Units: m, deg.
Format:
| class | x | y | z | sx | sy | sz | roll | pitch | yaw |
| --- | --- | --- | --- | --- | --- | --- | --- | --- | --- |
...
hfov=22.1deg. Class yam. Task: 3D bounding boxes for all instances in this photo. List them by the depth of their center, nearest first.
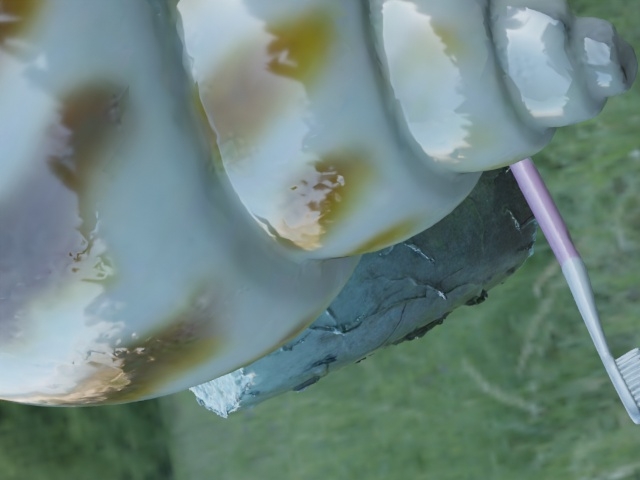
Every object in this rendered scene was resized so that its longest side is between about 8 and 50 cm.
| class | x | y | z | sx | sy | sz | roll | pitch | yaw |
| --- | --- | --- | --- | --- | --- | --- | --- | --- | --- |
| yam | 0.000 | 0.000 | 1.416 | 0.241 | 0.348 | 0.241 | 30 | 129 | 46 |

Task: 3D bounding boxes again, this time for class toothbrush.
| class | x | y | z | sx | sy | sz | roll | pitch | yaw |
| --- | --- | --- | --- | --- | --- | --- | --- | --- | --- |
| toothbrush | 0.149 | 0.000 | 1.009 | 0.020 | 0.025 | 0.286 | 45 | -162 | -43 |

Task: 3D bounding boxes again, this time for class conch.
| class | x | y | z | sx | sy | sz | roll | pitch | yaw |
| --- | --- | --- | --- | --- | --- | --- | --- | --- | --- |
| conch | -0.063 | -0.047 | 0.439 | 0.149 | 0.274 | 0.183 | 107 | 172 | -73 |
